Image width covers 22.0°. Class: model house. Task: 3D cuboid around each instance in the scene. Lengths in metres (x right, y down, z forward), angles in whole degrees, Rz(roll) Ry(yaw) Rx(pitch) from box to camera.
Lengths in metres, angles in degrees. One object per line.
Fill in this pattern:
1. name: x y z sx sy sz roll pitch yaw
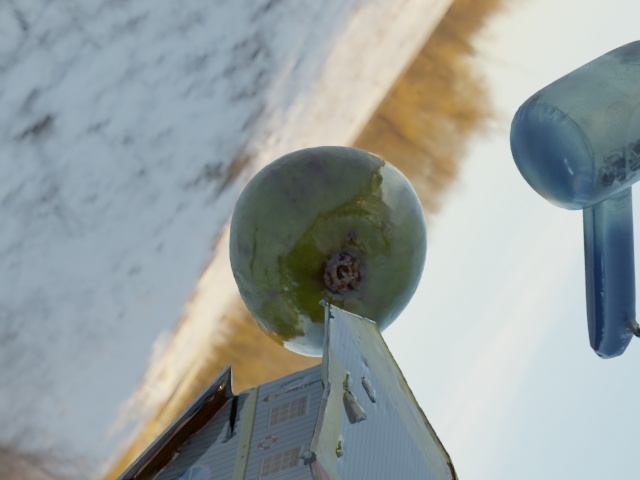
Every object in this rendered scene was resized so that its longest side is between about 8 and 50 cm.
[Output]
1. model house: -0.008 0.169 0.915 0.136 0.219 0.207 -21 -151 16

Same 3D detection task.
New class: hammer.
1. hammer: 0.164 -0.012 0.918 0.116 0.069 0.194 -30 130 -28

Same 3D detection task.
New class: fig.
1. fig: -0.002 -0.010 1.157 0.148 0.142 0.186 -26 -145 -12
